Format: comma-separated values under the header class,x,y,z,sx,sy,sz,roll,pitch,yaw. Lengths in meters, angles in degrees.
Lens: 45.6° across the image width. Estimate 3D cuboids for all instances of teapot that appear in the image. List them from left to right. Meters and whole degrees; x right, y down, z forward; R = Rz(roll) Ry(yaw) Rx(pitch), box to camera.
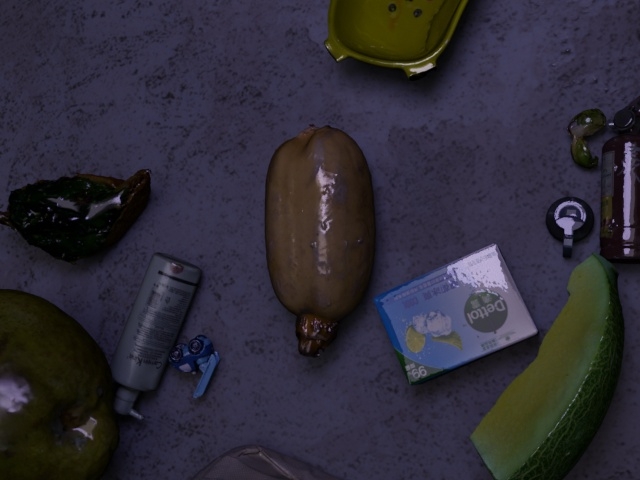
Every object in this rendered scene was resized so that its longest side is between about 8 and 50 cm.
class,x,y,z,sx,sy,sz,roll,pitch,yaw
teapot,0.349,-0.021,1.070,0.066,0.057,0.087,5,84,19

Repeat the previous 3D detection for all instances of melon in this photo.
class,x,y,z,sx,sy,sz,roll,pitch,yaw
melon,0.323,0.175,0.991,0.124,0.196,0.323,30,89,29

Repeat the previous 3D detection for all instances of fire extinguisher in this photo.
class,x,y,z,sx,sy,sz,roll,pitch,yaw
fire extinguisher,0.441,-0.094,1.044,0.106,0.075,0.252,2,82,17

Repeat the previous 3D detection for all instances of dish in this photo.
class,x,y,z,sx,sy,sz,roll,pitch,yaw
dish,0.129,-0.362,1.158,0.221,0.108,0.262,16,86,18

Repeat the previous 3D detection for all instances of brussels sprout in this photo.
class,x,y,z,sx,sy,sz,roll,pitch,yaw
brussels sprout,0.377,-0.146,1.085,0.051,0.046,0.083,10,88,38

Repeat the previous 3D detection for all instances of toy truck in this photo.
class,x,y,z,sx,sy,sz,roll,pitch,yaw
toy truck,-0.197,0.201,1.214,0.073,0.056,0.090,-23,90,4

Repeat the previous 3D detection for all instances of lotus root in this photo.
class,x,y,z,sx,sy,sz,roll,pitch,yaw
lotus root,0.000,0.000,1.130,0.169,0.151,0.342,-5,85,32

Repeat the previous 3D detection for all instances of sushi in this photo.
class,x,y,z,sx,sy,sz,roll,pitch,yaw
sushi,-0.400,-0.037,1.259,0.287,0.140,0.149,-3,75,18

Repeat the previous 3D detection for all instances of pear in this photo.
class,x,y,z,sx,sy,sz,roll,pitch,yaw
pear,-0.500,0.253,1.152,0.414,0.352,0.351,-1,82,31

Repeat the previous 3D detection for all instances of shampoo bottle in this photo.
class,x,y,z,sx,sy,sz,roll,pitch,yaw
shampoo bottle,-0.275,0.154,1.225,0.085,0.085,0.262,21,89,19

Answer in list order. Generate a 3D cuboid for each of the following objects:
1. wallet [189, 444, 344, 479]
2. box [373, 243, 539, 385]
class,x,y,z,sx,sy,sz,roll,pitch,yaw
wallet,-0.074,0.395,1.036,0.275,0.335,0.068,20,121,25
box,0.193,0.108,1.092,0.194,0.073,0.139,-26,76,12
